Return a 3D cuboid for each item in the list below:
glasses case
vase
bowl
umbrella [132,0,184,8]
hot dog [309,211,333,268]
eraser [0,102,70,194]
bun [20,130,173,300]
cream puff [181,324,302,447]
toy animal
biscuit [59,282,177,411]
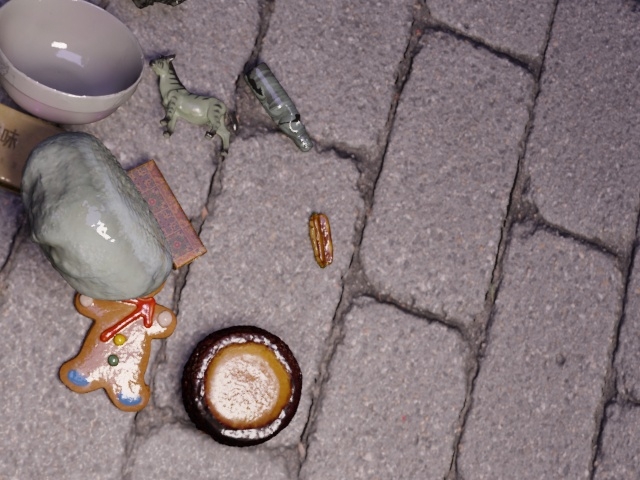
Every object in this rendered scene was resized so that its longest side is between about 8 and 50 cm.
[{"bbox_3d":[-0.317,-0.051,1.851,0.075,0.049,0.218,-30,90,-21],"label":"glasses case"},{"bbox_3d":[-0.083,-0.279,1.964,0.060,0.060,0.211,-35,93,-20],"label":"vase"},{"bbox_3d":[-0.496,-0.329,1.768,0.287,0.144,0.287,16,45,-17],"label":"bowl"},{"bbox_3d":[-0.430,-0.553,1.881,0.336,0.128,0.154,2,64,-11],"label":"umbrella"},{"bbox_3d":[0.000,0.000,1.951,0.049,0.037,0.122,-4,86,-30],"label":"hot dog"},{"bbox_3d":[-0.636,-0.193,1.714,0.343,0.078,0.144,22,77,-29],"label":"eraser"},{"bbox_3d":[-0.411,-0.027,1.661,0.194,0.354,0.354,-30,90,0],"label":"bun"},{"bbox_3d":[-0.153,0.282,1.779,0.239,0.165,0.239,3,79,-16],"label":"cream puff"},{"bbox_3d":[-0.268,-0.285,1.903,0.217,0.073,0.176,20,60,-17],"label":"toy animal"},{"bbox_3d":[-0.387,0.157,1.795,0.205,0.049,0.324,22,72,-12],"label":"biscuit"}]
